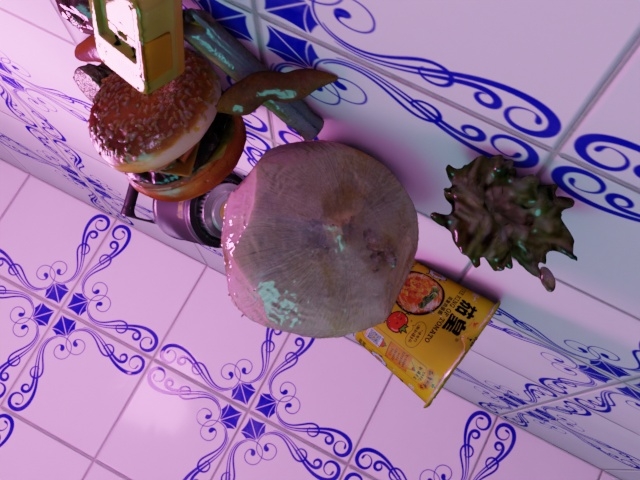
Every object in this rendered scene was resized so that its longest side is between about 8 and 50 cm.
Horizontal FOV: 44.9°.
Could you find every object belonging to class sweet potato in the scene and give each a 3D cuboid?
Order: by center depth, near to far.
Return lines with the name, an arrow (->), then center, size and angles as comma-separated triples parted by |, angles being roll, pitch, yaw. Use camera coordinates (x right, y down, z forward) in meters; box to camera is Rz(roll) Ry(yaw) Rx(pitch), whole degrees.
sweet potato -> -0.077, -0.253, 1.280 | 0.218, 0.065, 0.051 | -12, -175, 19

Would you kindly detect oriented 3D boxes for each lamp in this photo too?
lamp -> -0.322, -0.093, 2.087 | 0.374, 0.205, 0.272 | 16, 176, -21

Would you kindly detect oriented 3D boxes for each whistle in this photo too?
whistle -> -0.117, -0.286, 1.335 | 0.326, 0.057, 0.068 | 39, 160, -34

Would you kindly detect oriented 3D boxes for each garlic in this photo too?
garlic -> -0.397, -0.410, 1.342 | 0.159, 0.102, 0.147 | 29, 167, 0

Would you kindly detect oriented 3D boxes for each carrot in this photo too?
carrot -> -0.473, -0.402, 1.618 | 0.069, 0.069, 0.336 | 37, 169, -31

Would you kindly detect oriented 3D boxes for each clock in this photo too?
clock -> -0.291, -0.348, 1.233 | 0.143, 0.096, 0.202 | 37, 148, 16

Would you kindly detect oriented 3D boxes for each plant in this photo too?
plant -> 0.277, -0.018, 1.322 | 0.251, 0.180, 0.333 | 40, 169, -1

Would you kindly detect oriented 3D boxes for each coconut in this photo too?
coconut -> 0.000, 0.000, 1.467 | 0.404, 0.404, 0.404 | 27, 166, 7

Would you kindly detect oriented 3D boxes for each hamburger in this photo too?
hamburger -> -0.291, -0.227, 1.468 | 0.291, 0.291, 0.225 | 20, 161, 32

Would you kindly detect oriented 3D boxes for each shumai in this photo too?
shumai -> -0.481, -0.358, 1.715 | 0.099, 0.087, 0.124 | 44, 158, -11

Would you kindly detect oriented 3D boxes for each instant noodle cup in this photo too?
instant noodle cup -> 0.252, 0.212, 1.919 | 0.254, 0.325, 0.325 | 36, 168, 13
